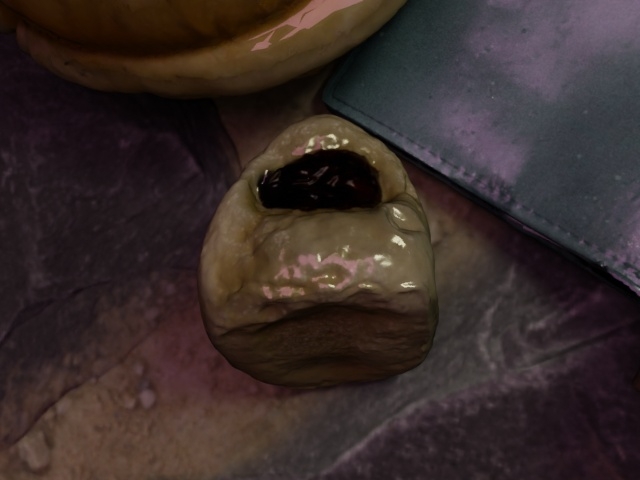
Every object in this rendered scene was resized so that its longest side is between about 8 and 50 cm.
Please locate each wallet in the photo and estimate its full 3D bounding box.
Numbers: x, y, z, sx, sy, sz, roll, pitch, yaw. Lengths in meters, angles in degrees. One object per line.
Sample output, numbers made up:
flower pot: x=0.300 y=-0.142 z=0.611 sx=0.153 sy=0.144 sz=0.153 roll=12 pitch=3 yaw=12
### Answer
wallet: x=0.174 y=-0.127 z=0.513 sx=0.290 sy=0.054 sz=0.251 roll=34 pitch=88 yaw=19

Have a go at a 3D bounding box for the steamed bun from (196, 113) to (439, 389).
steamed bun: x=0.000 y=0.000 z=0.493 sx=0.140 sy=0.172 sz=0.155 roll=-3 pitch=61 yaw=3

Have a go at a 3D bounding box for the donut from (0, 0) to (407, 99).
donut: x=-0.075 y=-0.308 z=0.531 sx=0.448 sy=0.198 sz=0.449 roll=-3 pitch=79 yaw=17

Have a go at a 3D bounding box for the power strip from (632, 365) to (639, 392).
power strip: x=0.256 y=0.083 z=0.404 sx=0.154 sy=0.154 sz=0.078 roll=27 pitch=90 yaw=17
